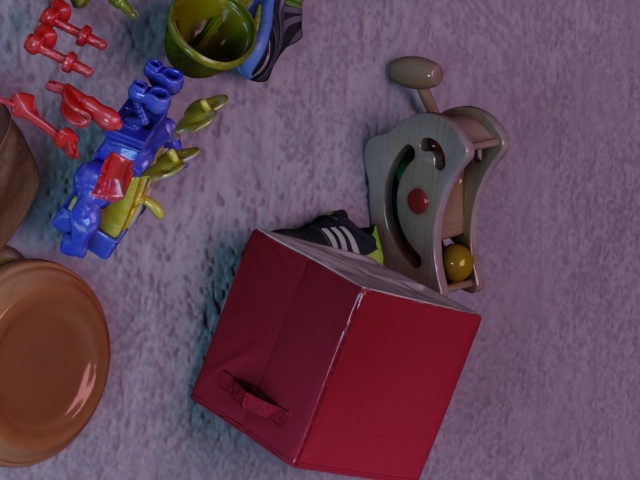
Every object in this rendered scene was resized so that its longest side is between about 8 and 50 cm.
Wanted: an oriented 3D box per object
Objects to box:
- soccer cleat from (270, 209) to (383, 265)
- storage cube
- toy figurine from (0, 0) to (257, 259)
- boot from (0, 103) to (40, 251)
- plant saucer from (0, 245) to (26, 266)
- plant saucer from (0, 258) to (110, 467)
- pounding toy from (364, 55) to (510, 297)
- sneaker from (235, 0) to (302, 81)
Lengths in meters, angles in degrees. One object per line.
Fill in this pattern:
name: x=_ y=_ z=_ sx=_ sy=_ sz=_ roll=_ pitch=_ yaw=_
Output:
soccer cleat: x=0.000 y=0.000 z=2.147 sx=0.179 sy=0.060 sz=0.072 roll=13 pitch=66 yaw=-47
storage cube: x=0.016 y=0.119 z=2.034 sx=0.215 sy=0.183 sz=0.193 roll=13 pitch=100 yaw=-44
toy figurine: x=-0.206 y=-0.097 z=1.892 sx=0.191 sy=0.217 sz=0.362 roll=25 pitch=35 yaw=-1
boot: x=-0.342 y=0.015 z=1.764 sx=0.305 sy=0.112 sz=0.115 roll=-61 pitch=140 yaw=-28
plant saucer: x=-0.298 y=0.045 z=1.865 sx=0.083 sy=0.015 sz=0.083 roll=-2 pitch=93 yaw=-46
plant saucer: x=-0.270 y=0.118 z=1.866 sx=0.200 sy=0.037 sz=0.200 roll=-11 pitch=105 yaw=-45
pounding toy: x=0.155 y=-0.075 z=2.227 sx=0.155 sy=0.154 sz=0.269 roll=-13 pitch=101 yaw=-45
sneaker: x=-0.049 y=-0.250 z=2.090 sx=0.188 sy=0.067 sz=0.078 roll=-69 pitch=153 yaw=-22
